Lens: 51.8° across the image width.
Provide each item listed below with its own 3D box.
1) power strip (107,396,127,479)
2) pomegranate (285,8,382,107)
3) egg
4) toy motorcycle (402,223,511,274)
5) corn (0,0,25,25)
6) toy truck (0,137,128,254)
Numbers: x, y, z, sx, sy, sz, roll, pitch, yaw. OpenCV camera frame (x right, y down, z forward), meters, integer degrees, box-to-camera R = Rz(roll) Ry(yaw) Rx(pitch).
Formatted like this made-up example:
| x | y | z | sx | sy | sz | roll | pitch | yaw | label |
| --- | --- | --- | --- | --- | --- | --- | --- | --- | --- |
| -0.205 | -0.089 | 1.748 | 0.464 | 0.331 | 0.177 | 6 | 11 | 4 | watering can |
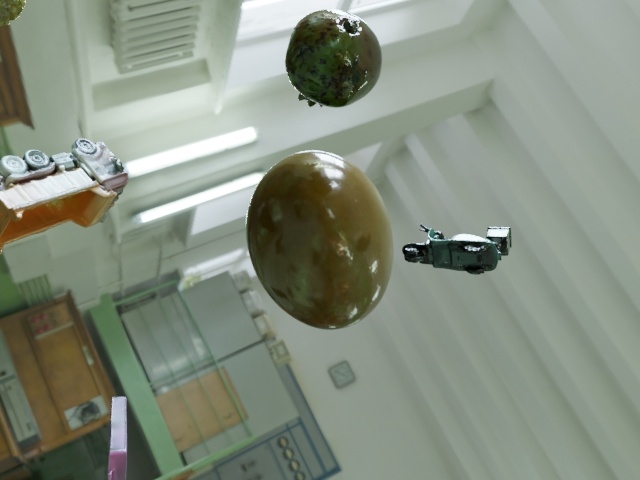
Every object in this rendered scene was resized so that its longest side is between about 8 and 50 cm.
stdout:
| x | y | z | sx | sy | sz | roll | pitch | yaw | label |
| --- | --- | --- | --- | --- | --- | --- | --- | --- | --- |
| -0.444 | 0.445 | 1.445 | 0.279 | 0.037 | 0.109 | -141 | -126 | -69 | power strip |
| 0.013 | -0.286 | 1.082 | 0.159 | 0.159 | 0.205 | 64 | -22 | 10 | pomegranate |
| 0.000 | 0.000 | 1.282 | 0.282 | 0.282 | 0.351 | -7 | -79 | 66 | egg |
| 0.224 | 0.013 | 1.099 | 0.173 | 0.100 | 0.058 | 2 | -63 | 24 | toy motorcycle |
| -0.345 | -0.323 | 0.660 | 0.080 | 0.080 | 0.238 | 136 | -61 | -65 | corn |
| -0.452 | -0.083 | 1.125 | 0.135 | 0.270 | 0.114 | 49 | -57 | 4 | toy truck |
